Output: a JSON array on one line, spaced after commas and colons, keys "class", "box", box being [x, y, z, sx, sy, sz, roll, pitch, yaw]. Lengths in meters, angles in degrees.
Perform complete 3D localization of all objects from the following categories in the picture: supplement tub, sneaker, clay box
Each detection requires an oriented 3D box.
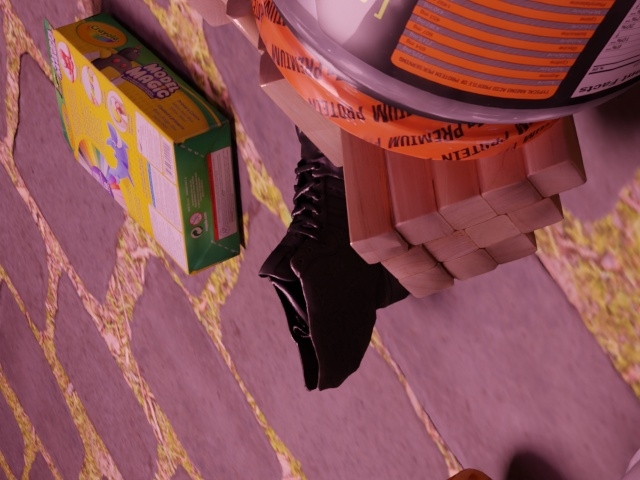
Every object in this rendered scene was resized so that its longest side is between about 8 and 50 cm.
[{"class": "supplement tub", "box": [0.079, -0.168, 0.531, 0.193, 0.193, 0.316, 58, 154, 16]}, {"class": "sneaker", "box": [-0.001, 0.000, 0.965, 0.051, 0.089, 0.170, -12, 101, 65]}, {"class": "clay box", "box": [-0.142, -0.085, 1.214, 0.222, 0.053, 0.127, 44, 148, 42]}]

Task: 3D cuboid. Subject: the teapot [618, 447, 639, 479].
[{"class": "teapot", "box": [0.196, 0.129, 0.577, 0.252, 0.256, 0.187, 65, -155, -54]}]

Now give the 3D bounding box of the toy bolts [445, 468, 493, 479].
[{"class": "toy bolts", "box": [0.118, 0.201, 0.846, 0.158, 0.228, 0.218, -20, 55, 29]}]

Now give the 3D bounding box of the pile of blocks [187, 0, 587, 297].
[{"class": "pile of blocks", "box": [0.031, -0.110, 0.809, 0.112, 0.149, 0.362, 44, -172, -51]}]
